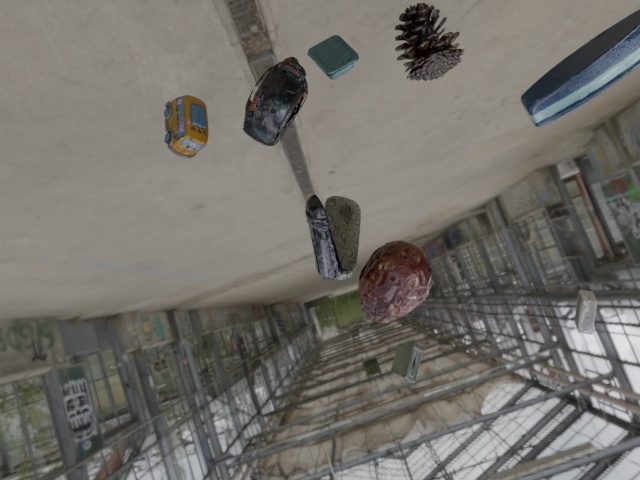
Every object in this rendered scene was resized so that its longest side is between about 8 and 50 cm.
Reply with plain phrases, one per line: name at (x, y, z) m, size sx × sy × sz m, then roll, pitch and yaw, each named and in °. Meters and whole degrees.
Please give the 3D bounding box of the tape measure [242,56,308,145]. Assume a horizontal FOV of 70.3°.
tape measure at (-0.124, -0.369, 1.229) m, size 0.222 × 0.135 × 0.202 m, roll -61°, pitch -171°, yaw 3°

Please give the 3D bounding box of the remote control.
remote control at (0.000, 0.000, 1.200) m, size 0.066 × 0.265 × 0.090 m, roll -32°, pitch -140°, yaw -19°

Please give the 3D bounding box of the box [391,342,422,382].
box at (0.395, 0.560, 2.104) m, size 0.093 × 0.172 × 0.124 m, roll 5°, pitch 157°, yaw 36°

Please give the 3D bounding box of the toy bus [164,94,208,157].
toy bus at (-0.471, -0.413, 1.626) m, size 0.136 × 0.209 × 0.126 m, roll -18°, pitch 161°, yaw 36°

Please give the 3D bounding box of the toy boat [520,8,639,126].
toy boat at (0.523, -0.336, 0.854) m, size 0.299 × 0.062 × 0.096 m, roll -37°, pitch -153°, yaw 28°

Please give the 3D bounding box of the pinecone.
pinecone at (0.392, -0.745, 1.693) m, size 0.246 × 0.292 × 0.246 m, roll -23°, pitch 179°, yaw -1°

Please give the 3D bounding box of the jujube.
jujube at (0.206, 0.122, 1.288) m, size 0.197 × 0.197 × 0.290 m, roll -15°, pitch 147°, yaw -28°

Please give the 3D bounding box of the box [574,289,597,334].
box at (0.992, 0.267, 1.704) m, size 0.051 × 0.129 × 0.130 m, roll 6°, pitch -167°, yaw 24°

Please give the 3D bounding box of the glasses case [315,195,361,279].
glasses case at (0.062, -0.019, 1.545) m, size 0.137 × 0.354 × 0.085 m, roll 15°, pitch 137°, yaw -7°

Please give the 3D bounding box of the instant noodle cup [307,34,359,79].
instant noodle cup at (0.054, -0.735, 1.847) m, size 0.157 × 0.179 × 0.070 m, roll -33°, pitch 154°, yaw -7°
